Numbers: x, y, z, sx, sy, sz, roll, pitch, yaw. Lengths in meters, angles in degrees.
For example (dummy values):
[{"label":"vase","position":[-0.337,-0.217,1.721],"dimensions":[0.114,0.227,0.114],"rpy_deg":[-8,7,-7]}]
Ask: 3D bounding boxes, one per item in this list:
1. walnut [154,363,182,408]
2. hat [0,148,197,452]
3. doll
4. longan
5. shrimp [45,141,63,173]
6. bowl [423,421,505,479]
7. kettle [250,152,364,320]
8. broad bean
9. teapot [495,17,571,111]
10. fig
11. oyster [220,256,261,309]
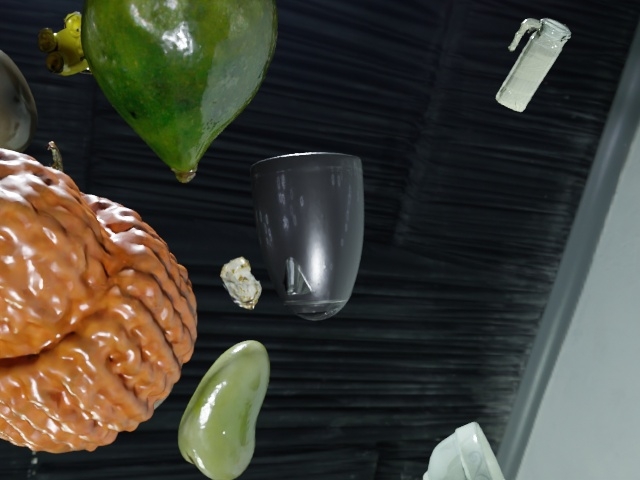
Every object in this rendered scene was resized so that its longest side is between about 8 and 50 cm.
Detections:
[{"label":"walnut","position":[-0.316,0.176,1.007],"dimensions":[0.178,0.178,0.231],"rpy_deg":[127,162,-55]},{"label":"hat","position":[-0.290,-0.004,0.567],"dimensions":[0.285,0.285,0.400],"rpy_deg":[-111,7,-51]},{"label":"doll","position":[-0.424,-0.353,1.146],"dimensions":[0.143,0.135,0.221],"rpy_deg":[64,-167,2]},{"label":"longan","position":[-0.618,-0.246,1.059],"dimensions":[0.220,0.196,0.196],"rpy_deg":[63,170,-21]},{"label":"shrimp","position":[-0.551,-0.147,1.219],"dimensions":[0.091,0.025,0.127],"rpy_deg":[100,160,-50]},{"label":"bowl","position":[0.325,0.560,1.256],"dimensions":[0.307,0.163,0.307],"rpy_deg":[-22,-90,-81]},{"label":"kettle","position":[0.000,0.000,1.106],"dimensions":[0.207,0.268,0.291],"rpy_deg":[-8,86,25]},{"label":"broad bean","position":[-0.173,0.301,1.065],"dimensions":[0.121,0.189,0.263],"rpy_deg":[18,96,30]},{"label":"teapot","position":[0.469,-0.407,1.344],"dimensions":[0.077,0.107,0.200],"rpy_deg":[-52,-10,-49]},{"label":"fig","position":[-0.138,-0.177,0.601],"dimensions":[0.195,0.195,0.245],"rpy_deg":[-147,54,-68]},{"label":"oyster","position":[-0.123,0.070,0.916],"dimensions":[0.083,0.054,0.019],"rpy_deg":[64,159,3]}]
